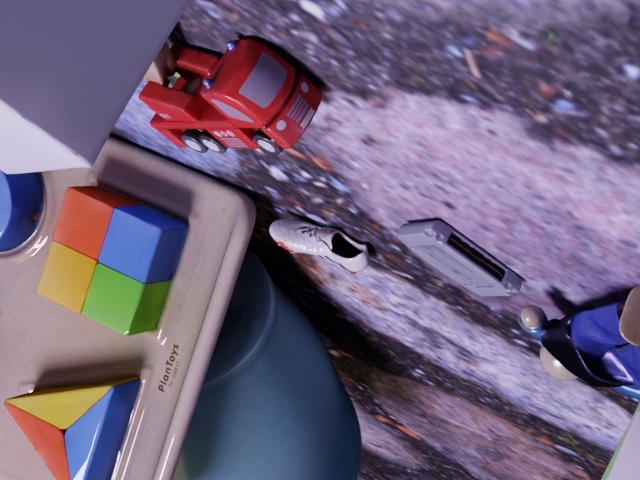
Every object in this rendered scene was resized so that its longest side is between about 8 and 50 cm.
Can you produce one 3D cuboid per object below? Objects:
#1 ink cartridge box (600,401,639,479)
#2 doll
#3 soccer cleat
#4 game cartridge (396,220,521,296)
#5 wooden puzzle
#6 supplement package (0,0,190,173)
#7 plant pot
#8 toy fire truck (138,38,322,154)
[{"bbox_3d":[0.350,0.255,1.186,0.207,0.119,0.353,20,162,27],"label":"ink cartridge box"},{"bbox_3d":[0.196,0.075,1.018,0.129,0.046,0.189,32,164,-8],"label":"doll"},{"bbox_3d":[0.000,0.000,1.169,0.083,0.029,0.035,24,156,8],"label":"soccer cleat"},{"bbox_3d":[0.096,0.012,1.056,0.083,0.017,0.056,35,160,-21],"label":"game cartridge"},{"bbox_3d":[-0.246,0.059,1.259,0.348,0.322,0.080,24,-167,25],"label":"wooden puzzle"},{"bbox_3d":[-0.113,-0.131,0.648,0.105,0.179,0.105,37,163,-26],"label":"supplement package"},{"bbox_3d":[-0.111,0.134,1.408,0.271,0.272,0.255,22,148,25],"label":"plant pot"},{"bbox_3d":[-0.100,-0.111,0.944,0.135,0.047,0.192,40,161,-31],"label":"toy fire truck"}]
